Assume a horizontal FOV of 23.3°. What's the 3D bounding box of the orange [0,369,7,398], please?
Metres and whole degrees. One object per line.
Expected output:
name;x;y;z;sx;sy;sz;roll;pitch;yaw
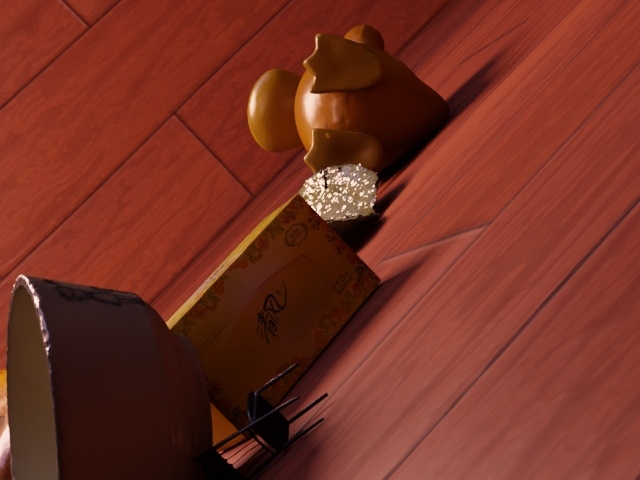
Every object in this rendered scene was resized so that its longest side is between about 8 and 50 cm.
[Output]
orange;-0.357;0.226;1.818;0.154;0.155;0.134;-42;-4;22

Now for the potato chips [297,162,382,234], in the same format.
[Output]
potato chips;-0.005;-0.006;1.528;0.167;0.059;0.228;-49;9;15

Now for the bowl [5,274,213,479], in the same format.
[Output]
bowl;-0.137;0.121;1.010;0.112;0.211;0.211;-5;-8;-19

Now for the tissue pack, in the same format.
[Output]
tissue pack;-0.046;0.060;1.142;0.176;0.095;0.062;-47;8;-33

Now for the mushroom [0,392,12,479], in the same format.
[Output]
mushroom;-0.331;0.245;1.574;0.278;0.146;0.278;-48;14;16

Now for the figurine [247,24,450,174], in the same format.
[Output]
figurine;0.037;-0.143;1.738;0.215;0.215;0.228;-46;21;-14

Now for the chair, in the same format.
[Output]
chair;-0.036;0.116;0.958;0.086;0.037;0.042;-38;19;15
